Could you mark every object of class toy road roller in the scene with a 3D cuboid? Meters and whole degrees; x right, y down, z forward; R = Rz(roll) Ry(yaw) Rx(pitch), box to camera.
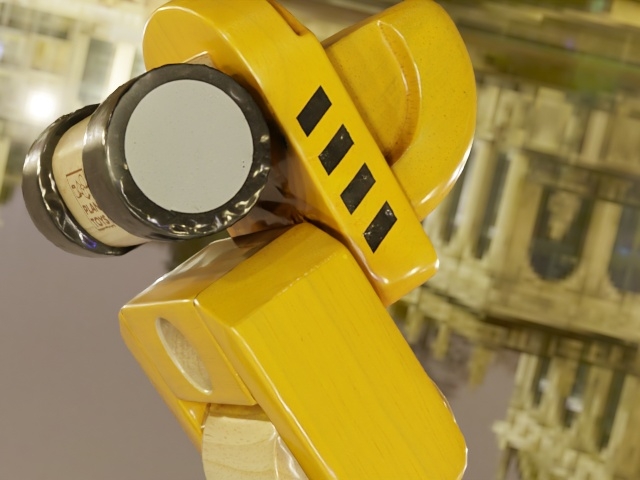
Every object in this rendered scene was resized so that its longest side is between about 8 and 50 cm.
[{"bbox_3d":[0.000,0.000,0.964,0.240,0.329,0.202,-33,-171,-21],"label":"toy road roller"}]
